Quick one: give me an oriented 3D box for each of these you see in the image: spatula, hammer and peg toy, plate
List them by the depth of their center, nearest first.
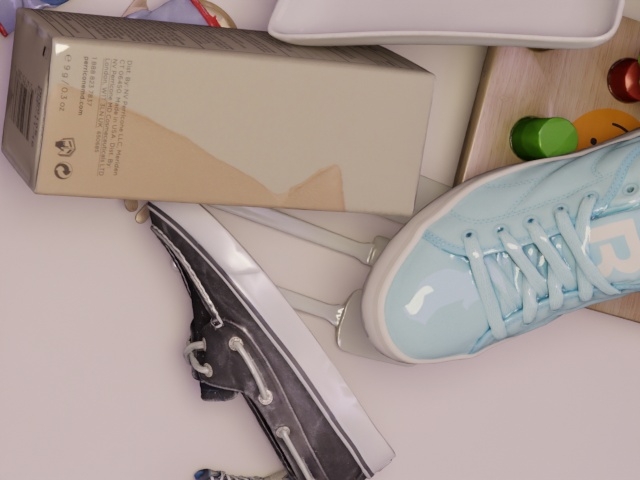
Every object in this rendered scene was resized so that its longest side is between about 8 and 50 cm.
[{"bbox_3d":[0.125,-0.240,1.430,0.278,0.045,0.277,3,47,20],"label":"plate"},{"bbox_3d":[0.000,0.000,1.525,0.242,0.019,0.168,19,87,-18],"label":"spatula"},{"bbox_3d":[0.265,-0.117,1.533,0.266,0.127,0.361,16,87,-15],"label":"hammer and peg toy"}]

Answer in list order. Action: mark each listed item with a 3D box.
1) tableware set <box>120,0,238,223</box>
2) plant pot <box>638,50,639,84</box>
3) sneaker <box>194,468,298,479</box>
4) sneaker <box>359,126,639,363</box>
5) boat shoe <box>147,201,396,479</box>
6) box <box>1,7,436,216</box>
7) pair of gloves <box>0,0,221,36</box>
[{"bbox_3d":[-0.139,-0.121,1.491,0.128,0.039,0.194,39,82,-10],"label":"tableware set"},{"bbox_3d":[0.303,-0.140,1.446,0.079,0.083,0.083,-7,91,-4],"label":"plant pot"},{"bbox_3d":[-0.079,0.216,1.499,0.135,0.052,0.058,-24,88,-14],"label":"sneaker"},{"bbox_3d":[0.206,-0.008,1.377,0.366,0.150,0.135,-28,100,-11],"label":"sneaker"},{"bbox_3d":[-0.063,0.090,1.455,0.102,0.108,0.301,-37,103,-6],"label":"boat shoe"},{"bbox_3d":[-0.081,-0.101,1.398,0.311,0.148,0.121,4,105,-21],"label":"box"},{"bbox_3d":[-0.187,-0.194,1.471,0.159,0.023,0.198,-35,83,-2],"label":"pair of gloves"}]
